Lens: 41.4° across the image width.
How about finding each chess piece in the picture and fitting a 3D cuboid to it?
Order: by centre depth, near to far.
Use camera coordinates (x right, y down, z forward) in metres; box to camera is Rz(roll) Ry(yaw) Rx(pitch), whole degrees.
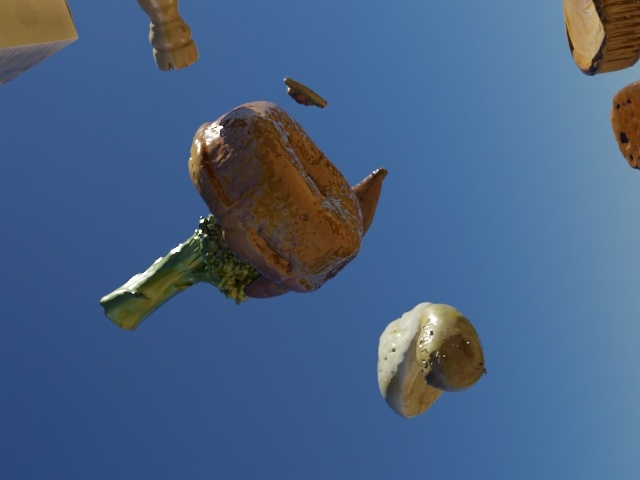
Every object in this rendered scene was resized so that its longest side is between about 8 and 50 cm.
[{"bbox_3d":[-0.168,-0.245,0.897,0.066,0.066,0.122,-63,-33,-50],"label":"chess piece"}]

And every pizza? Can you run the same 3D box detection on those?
[{"bbox_3d":[-0.030,-0.243,1.451,0.025,0.083,0.078,-61,4,-10],"label":"pizza"}]

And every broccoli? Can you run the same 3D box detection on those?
[{"bbox_3d":[-0.253,0.054,1.771,0.396,0.353,0.275,-21,-110,-26],"label":"broccoli"}]

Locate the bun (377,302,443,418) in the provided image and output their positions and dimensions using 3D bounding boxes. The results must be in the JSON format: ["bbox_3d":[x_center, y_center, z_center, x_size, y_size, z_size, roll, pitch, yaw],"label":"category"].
[{"bbox_3d":[0.137,0.175,1.281,0.183,0.102,0.183,-36,-42,-40],"label":"bun"}]

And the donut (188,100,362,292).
[{"bbox_3d":[-0.046,-0.049,0.930,0.227,0.113,0.227,50,-163,-20],"label":"donut"}]

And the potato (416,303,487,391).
[{"bbox_3d":[0.153,0.124,0.997,0.092,0.070,0.138,52,-160,-17],"label":"potato"}]

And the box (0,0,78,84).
[{"bbox_3d":[-0.505,-0.304,1.292,0.168,0.211,0.095,-26,-83,-55],"label":"box"}]

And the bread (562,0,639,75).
[{"bbox_3d":[0.514,-0.401,1.527,0.199,0.104,0.199,169,90,-89],"label":"bread"}]

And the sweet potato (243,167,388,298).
[{"bbox_3d":[0.005,-0.002,1.595,0.112,0.359,0.112,43,179,1],"label":"sweet potato"}]

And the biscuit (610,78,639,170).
[{"bbox_3d":[0.426,-0.051,0.934,0.262,0.052,0.277,-144,37,-74],"label":"biscuit"}]
